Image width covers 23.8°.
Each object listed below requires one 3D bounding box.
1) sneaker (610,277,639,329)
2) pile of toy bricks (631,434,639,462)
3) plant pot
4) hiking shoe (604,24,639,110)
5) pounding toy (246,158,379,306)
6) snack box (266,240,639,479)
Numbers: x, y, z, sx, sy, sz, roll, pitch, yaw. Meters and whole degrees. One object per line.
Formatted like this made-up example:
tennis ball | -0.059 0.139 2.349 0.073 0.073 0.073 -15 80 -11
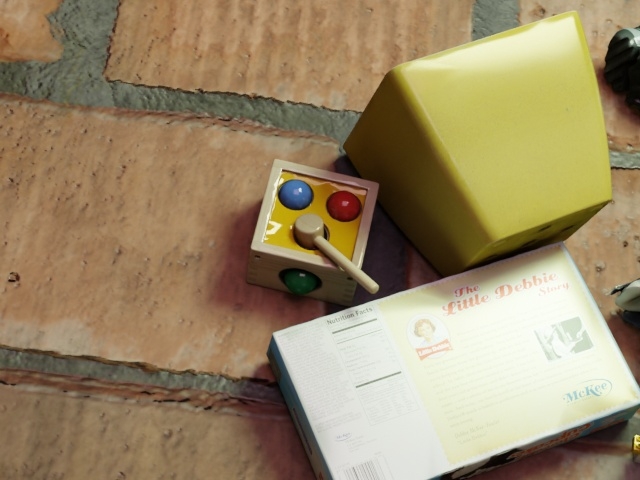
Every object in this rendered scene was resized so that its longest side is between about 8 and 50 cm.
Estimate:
sneaker | 0.370 0.028 1.548 0.153 0.094 0.235 6 59 -4
pile of toy bricks | 0.415 0.173 1.462 0.212 0.105 0.118 12 59 -1
plant pot | 0.172 -0.079 1.531 0.212 0.212 0.187 -19 77 -18
hiking shoe | 0.455 -0.147 1.650 0.132 0.113 0.304 -33 69 -23
pounding toy | 0.000 0.000 1.510 0.130 0.100 0.141 13 59 1
snack box | 0.130 0.132 1.472 0.322 0.060 0.187 -17 67 -16
